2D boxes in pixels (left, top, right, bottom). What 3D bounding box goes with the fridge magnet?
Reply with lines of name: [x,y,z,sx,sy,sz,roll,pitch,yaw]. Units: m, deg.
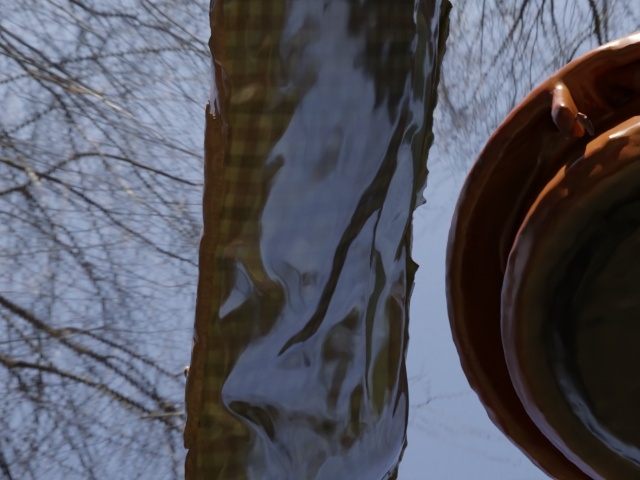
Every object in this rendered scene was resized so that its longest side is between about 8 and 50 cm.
fridge magnet: [0.260,0.036,0.868,0.363,0.155,0.364,4,-71,12]

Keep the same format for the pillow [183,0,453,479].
pillow: [0.001,0.000,0.413,0.034,0.135,0.211,10,-74,28]
